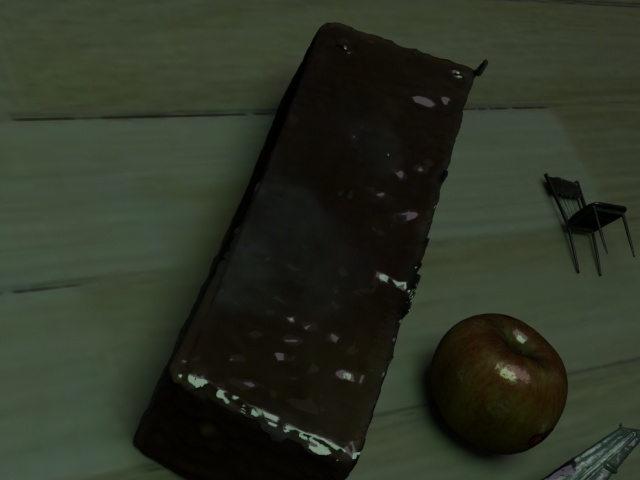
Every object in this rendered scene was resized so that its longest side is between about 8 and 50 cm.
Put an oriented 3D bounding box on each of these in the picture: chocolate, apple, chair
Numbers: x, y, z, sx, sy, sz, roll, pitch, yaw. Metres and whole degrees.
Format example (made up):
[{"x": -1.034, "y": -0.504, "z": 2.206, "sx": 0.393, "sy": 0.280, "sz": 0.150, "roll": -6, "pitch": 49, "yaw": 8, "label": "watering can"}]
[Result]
[{"x": 0.000, "y": 0.000, "z": 0.684, "sx": 0.112, "sy": 0.112, "sz": 0.321, "roll": 25, "pitch": 49, "yaw": -4, "label": "chocolate"}, {"x": 0.104, "y": 0.086, "z": 0.704, "sx": 0.084, "sy": 0.071, "sz": 0.084, "roll": 24, "pitch": 29, "yaw": -14, "label": "apple"}, {"x": 0.196, "y": -0.020, "z": 0.860, "sx": 0.037, "sy": 0.042, "sz": 0.086, "roll": 8, "pitch": 55, "yaw": -34, "label": "chair"}]

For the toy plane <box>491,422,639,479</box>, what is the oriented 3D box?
[{"x": 0.116, "y": 0.188, "z": 0.649, "sx": 0.226, "sy": 0.058, "sz": 0.226, "roll": 30, "pitch": 63, "yaw": -12, "label": "toy plane"}]
